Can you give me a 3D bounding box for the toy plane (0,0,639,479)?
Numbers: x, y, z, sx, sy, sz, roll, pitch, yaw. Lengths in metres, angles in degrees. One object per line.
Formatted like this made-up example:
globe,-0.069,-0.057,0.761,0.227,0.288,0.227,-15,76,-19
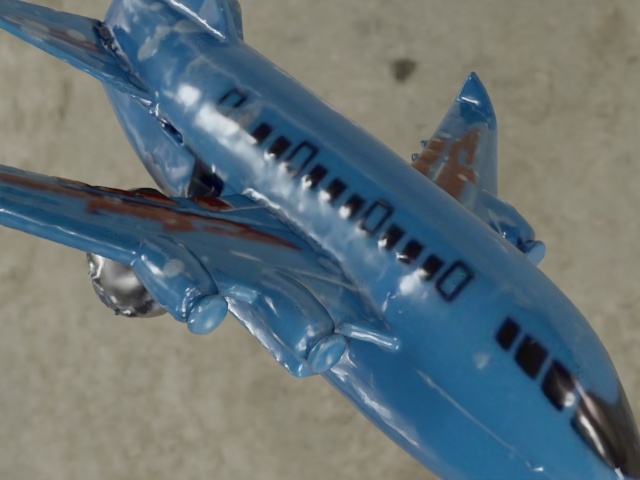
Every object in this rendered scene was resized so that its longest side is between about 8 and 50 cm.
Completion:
toy plane,0.000,0.000,0.580,0.271,0.254,0.105,52,127,26
